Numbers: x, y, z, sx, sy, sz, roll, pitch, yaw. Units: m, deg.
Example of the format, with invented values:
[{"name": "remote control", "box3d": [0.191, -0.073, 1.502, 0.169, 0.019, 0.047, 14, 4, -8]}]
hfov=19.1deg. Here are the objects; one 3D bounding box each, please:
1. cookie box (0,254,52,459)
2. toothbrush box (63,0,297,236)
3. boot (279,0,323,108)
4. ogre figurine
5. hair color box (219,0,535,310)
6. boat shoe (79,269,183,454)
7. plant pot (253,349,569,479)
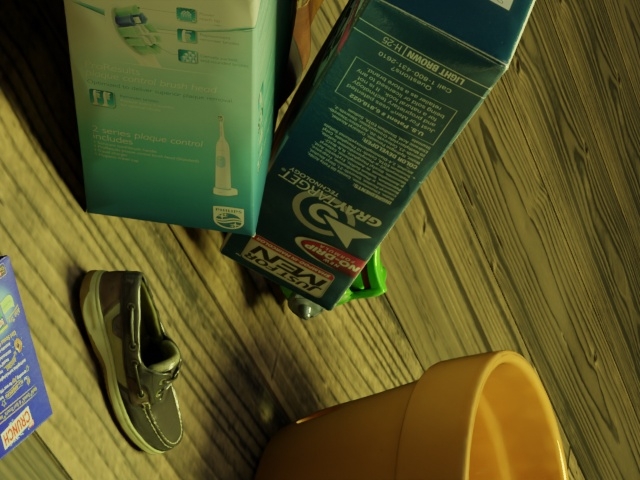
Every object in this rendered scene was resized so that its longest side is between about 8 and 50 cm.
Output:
[{"name": "cookie box", "box3d": [-0.208, 0.075, 1.130, 0.092, 0.040, 0.107, -43, 123, -63]}, {"name": "toothbrush box", "box3d": [-0.085, -0.177, 1.257, 0.295, 0.126, 0.216, 95, 4, -56]}, {"name": "boot", "box3d": [-0.031, -0.279, 1.573, 0.280, 0.096, 0.264, -68, 148, -50]}, {"name": "ogre figurine", "box3d": [0.000, 0.000, 1.588, 0.197, 0.097, 0.118, -16, 88, -79]}, {"name": "hair color box", "box3d": [0.046, -0.111, 1.374, 0.174, 0.105, 0.347, -66, -175, -35]}, {"name": "boat shoe", "box3d": [-0.122, 0.087, 1.323, 0.056, 0.049, 0.152, -68, 145, -50]}, {"name": "plant pot", "box3d": [0.072, 0.241, 1.548, 0.291, 0.203, 0.291, -7, 90, -68]}]
